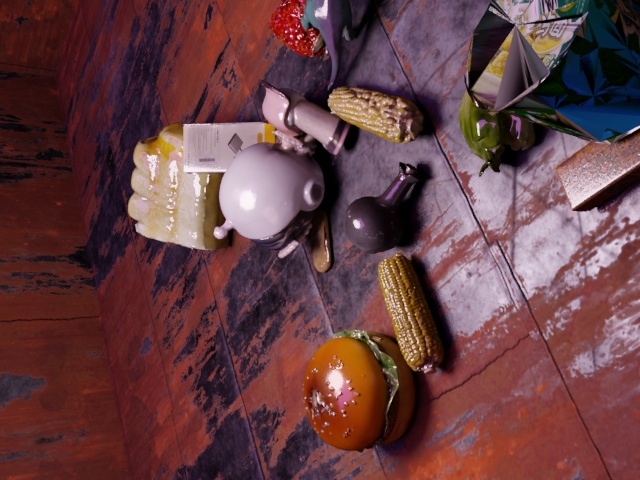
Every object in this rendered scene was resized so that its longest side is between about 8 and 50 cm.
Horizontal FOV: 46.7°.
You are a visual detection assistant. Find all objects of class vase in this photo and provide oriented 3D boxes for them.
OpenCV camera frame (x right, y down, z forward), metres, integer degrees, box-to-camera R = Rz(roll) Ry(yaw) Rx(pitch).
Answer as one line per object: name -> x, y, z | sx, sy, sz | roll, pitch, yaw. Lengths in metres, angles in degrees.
vase -> 0.126, -0.065, 1.411 | 0.183, 0.120, 0.120 | -56, 44, 21

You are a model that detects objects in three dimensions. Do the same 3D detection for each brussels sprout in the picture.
brussels sprout -> 0.274, -0.200, 1.195 | 0.139, 0.100, 0.181 | 149, 106, -75

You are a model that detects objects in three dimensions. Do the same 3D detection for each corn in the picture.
corn -> 0.107, -0.254, 1.456 | 0.288, 0.086, 0.086 | 35, 118, 54
corn -> 0.165, 0.134, 1.369 | 0.080, 0.080, 0.238 | -47, 53, 46

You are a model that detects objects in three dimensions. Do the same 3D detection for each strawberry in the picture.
strawberry -> -0.056, -0.521, 1.694 | 0.228, 0.098, 0.174 | 41, 123, 48

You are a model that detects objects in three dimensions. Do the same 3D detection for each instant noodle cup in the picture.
instant noodle cup -> 0.332, -0.245, 0.979 | 0.240, 0.178, 0.240 | -49, 31, 42

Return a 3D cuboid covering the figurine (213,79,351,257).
figurine -> -0.101, -0.162, 1.660 | 0.253, 0.211, 0.361 | 48, 122, 59

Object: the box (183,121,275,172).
box -> -0.234, -0.237, 1.909 | 0.033, 0.247, 0.129 | 4, -93, -79

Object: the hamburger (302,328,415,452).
hamburger -> 0.060, 0.291, 1.446 | 0.246, 0.170, 0.246 | 7, 98, 58

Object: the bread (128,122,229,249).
bread -> -0.375, -0.160, 2.079 | 0.300, 0.210, 0.341 | 9, 105, 23

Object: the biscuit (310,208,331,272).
biscuit -> 0.000, 0.000, 1.679 | 0.071, 0.018, 0.147 | -21, 73, 58

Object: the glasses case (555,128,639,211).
glasses case -> 0.421, -0.124, 1.000 | 0.218, 0.049, 0.075 | -44, 53, 48

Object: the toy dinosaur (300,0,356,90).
toy dinosaur -> 0.010, -0.490, 1.417 | 0.331, 0.129, 0.383 | -63, -27, -81
